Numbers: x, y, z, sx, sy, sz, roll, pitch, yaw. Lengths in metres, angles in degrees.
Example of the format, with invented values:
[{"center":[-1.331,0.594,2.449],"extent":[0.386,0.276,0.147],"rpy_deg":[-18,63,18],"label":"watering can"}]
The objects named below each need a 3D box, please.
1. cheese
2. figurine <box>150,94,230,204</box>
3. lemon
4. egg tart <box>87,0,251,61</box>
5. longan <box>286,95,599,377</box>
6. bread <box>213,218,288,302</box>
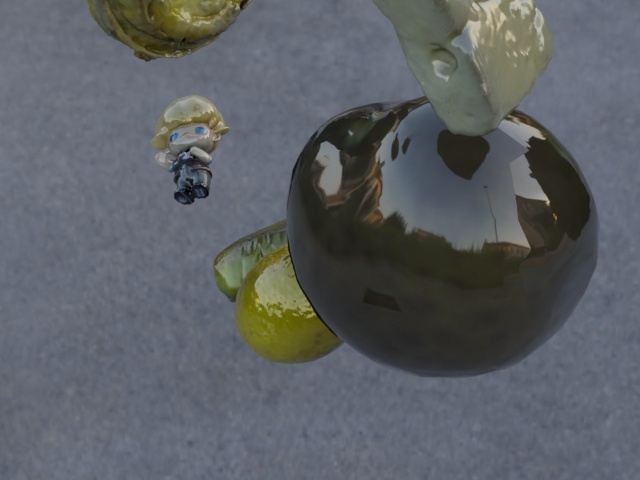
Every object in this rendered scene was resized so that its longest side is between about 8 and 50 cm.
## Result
[{"center":[0.117,-0.231,1.009],"extent":[0.093,0.263,0.159],"rpy_deg":[-9,32,39],"label":"cheese"},{"center":[-0.217,-0.148,1.789],"extent":[0.114,0.108,0.196],"rpy_deg":[-25,44,27],"label":"figurine"},{"center":[-0.027,0.087,1.558],"extent":[0.170,0.207,0.170],"rpy_deg":[38,28,-25],"label":"lemon"},{"center":[-0.189,-0.367,1.492],"extent":[0.278,0.279,0.095],"rpy_deg":[-23,44,-26],"label":"egg tart"},{"center":[0.140,-0.008,1.315],"extent":[0.404,0.404,0.336],"rpy_deg":[27,63,31],"label":"longan"},{"center":[0.000,0.000,1.840],"extent":[0.383,0.112,0.166],"rpy_deg":[-16,13,14],"label":"bread"}]
